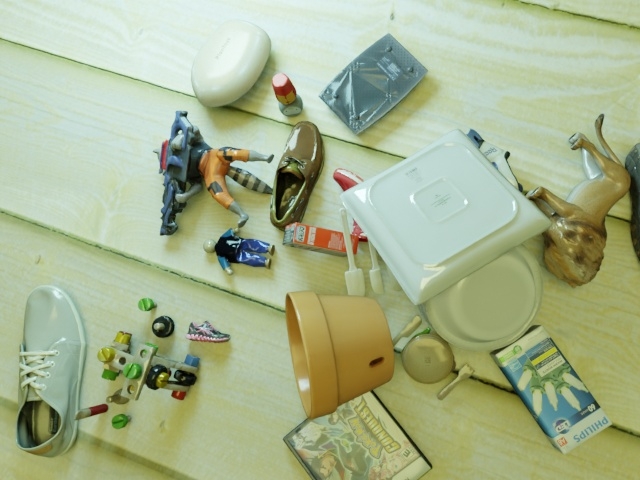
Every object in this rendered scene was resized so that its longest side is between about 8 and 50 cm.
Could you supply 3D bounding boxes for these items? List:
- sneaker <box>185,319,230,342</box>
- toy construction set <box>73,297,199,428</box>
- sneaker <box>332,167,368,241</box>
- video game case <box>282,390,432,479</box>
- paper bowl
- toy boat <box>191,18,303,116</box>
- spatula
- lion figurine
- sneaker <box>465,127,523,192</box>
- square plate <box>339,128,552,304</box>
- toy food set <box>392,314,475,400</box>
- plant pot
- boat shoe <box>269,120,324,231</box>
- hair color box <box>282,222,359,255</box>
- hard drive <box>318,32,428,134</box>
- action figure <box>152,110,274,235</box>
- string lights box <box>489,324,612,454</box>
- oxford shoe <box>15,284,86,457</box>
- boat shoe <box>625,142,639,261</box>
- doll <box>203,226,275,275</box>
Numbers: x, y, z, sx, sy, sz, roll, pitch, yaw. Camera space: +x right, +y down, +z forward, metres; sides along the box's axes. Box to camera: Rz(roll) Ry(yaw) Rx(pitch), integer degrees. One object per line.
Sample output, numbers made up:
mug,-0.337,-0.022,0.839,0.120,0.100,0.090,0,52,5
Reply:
sneaker,-0.291,0.236,1.422,0.119,0.047,0.057,5,70,7
toy construction set,-0.475,0.330,1.329,0.257,0.237,0.309,42,89,12
sneaker,0.093,-0.079,1.397,0.221,0.087,0.128,40,87,13
video game case,0.088,0.514,1.328,0.248,0.035,0.275,-40,78,0
paper bowl,0.370,0.115,1.253,0.284,0.148,0.284,-1,98,-6
toy boat,-0.191,-0.438,1.475,0.318,0.148,0.267,31,81,19
spatula,0.131,0.024,1.344,0.168,0.019,0.242,-12,104,-9
lion figurine,0.639,-0.096,1.302,0.240,0.142,0.392,41,84,4
sneaker,0.386,-0.109,1.340,0.182,0.127,0.315,23,83,13
square plate,0.266,-0.077,1.227,0.347,0.049,0.344,-30,59,-5
toy food set,0.266,0.287,1.344,0.192,0.038,0.132,45,96,6
plant pot,0.043,0.247,1.270,0.204,0.291,0.290,-9,80,-12
boat shoe,-0.059,-0.175,1.421,0.111,0.104,0.307,8,82,9
hair color box,0.000,0.000,1.359,0.167,0.093,0.053,11,82,-19
hard drive,0.140,-0.410,1.458,0.255,0.054,0.172,-42,78,0
action figure,-0.307,-0.156,1.456,0.330,0.178,0.341,28,113,17
string lights box,0.530,0.341,1.275,0.133,0.077,0.259,-33,79,0
oxford shoe,-0.711,0.335,1.418,0.169,0.130,0.449,-7,79,8
boat shoe,0.807,-0.077,1.285,0.117,0.123,0.324,-1,82,5
doll,-0.221,0.031,1.440,0.189,0.046,0.129,11,82,9
